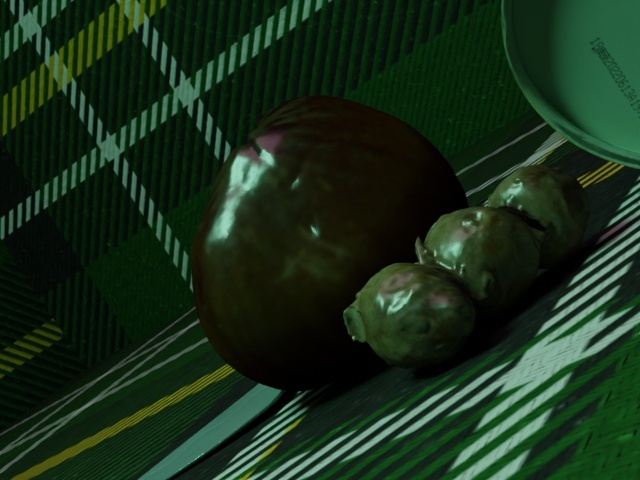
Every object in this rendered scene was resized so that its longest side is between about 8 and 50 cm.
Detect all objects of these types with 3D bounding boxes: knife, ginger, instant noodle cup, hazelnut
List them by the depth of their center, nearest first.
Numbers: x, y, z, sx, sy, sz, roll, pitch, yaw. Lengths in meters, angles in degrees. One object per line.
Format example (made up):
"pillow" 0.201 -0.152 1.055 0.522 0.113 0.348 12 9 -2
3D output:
"ginger" 0.114 0.018 0.814 0.204 0.080 0.104 -37 19 -29
"instant noodle cup" 0.288 -0.209 0.891 0.311 0.311 0.221 -29 15 42
"hazelnut" 0.000 0.000 0.930 0.251 0.217 0.217 -55 9 -13
"knife" -0.051 0.136 1.010 0.331 0.044 0.080 -40 15 -15
